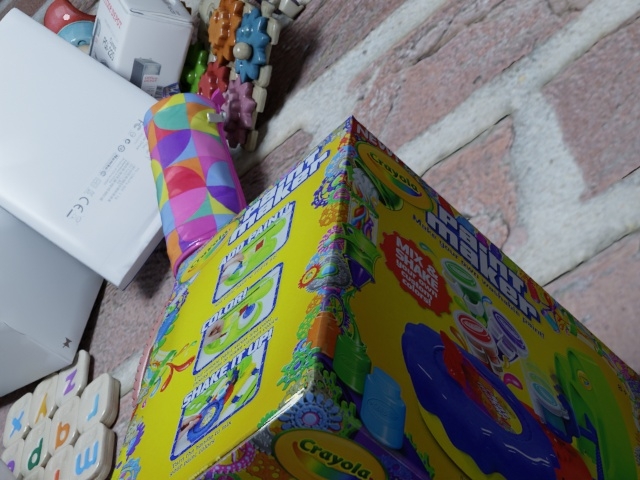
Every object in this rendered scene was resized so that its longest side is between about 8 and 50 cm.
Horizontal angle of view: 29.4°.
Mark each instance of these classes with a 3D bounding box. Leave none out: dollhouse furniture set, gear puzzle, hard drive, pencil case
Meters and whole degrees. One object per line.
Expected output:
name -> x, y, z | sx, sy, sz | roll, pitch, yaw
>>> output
dollhouse furniture set -> -0.065, -0.342, 1.496 | 0.081, 0.114, 0.091 | -53, 30, 0
gear puzzle -> -0.143, -0.240, 1.521 | 0.339, 0.044, 0.175 | 43, 124, 57
hard drive -> -0.303, -0.113, 1.464 | 0.210, 0.319, 0.040 | -55, -11, -11
pencil case -> -0.132, -0.060, 1.336 | 0.104, 0.104, 0.236 | -38, 50, 29

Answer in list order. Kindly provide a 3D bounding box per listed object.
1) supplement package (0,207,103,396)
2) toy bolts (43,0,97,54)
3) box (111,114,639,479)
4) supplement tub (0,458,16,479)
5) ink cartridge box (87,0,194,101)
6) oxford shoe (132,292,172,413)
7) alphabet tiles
supplement package -> -0.439, 0.085, 1.573 | 0.293, 0.177, 0.175 | -25, 38, 40
toy bolts -> -0.354, -0.352, 1.827 | 0.228, 0.218, 0.158 | -60, 34, 32
box -> 0.051, 0.129, 0.741 | 0.177, 0.290, 0.279 | -40, 21, 26
supplement tub -> -0.472, 0.307, 1.391 | 0.272, 0.191, 0.191 | -2, 62, 54
ink cartridge box -> -0.247, -0.215, 1.587 | 0.158, 0.092, 0.217 | 55, 130, 55
oxford shoe -> -0.094, 0.191, 1.109 | 0.130, 0.123, 0.348 | -15, 63, 42
alphabet tiles -> -0.331, 0.274, 1.430 | 0.284, 0.021, 0.278 | -37, 36, 29
